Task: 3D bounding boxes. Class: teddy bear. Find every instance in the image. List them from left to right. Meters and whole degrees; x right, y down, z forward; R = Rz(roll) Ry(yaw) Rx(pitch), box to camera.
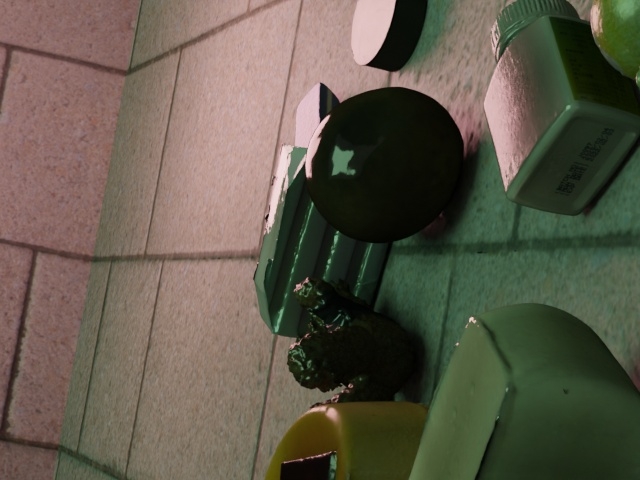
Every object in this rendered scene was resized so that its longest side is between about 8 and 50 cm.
[{"bbox_3d":[0.039,0.128,1.746,0.251,0.129,0.182,-88,-11,-67],"label":"teddy bear"}]

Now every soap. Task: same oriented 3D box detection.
[{"bbox_3d":[0.000,0.000,1.884,0.091,0.145,0.230,-138,62,-67],"label":"soap"}]

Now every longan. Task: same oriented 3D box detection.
[{"bbox_3d":[0.068,-0.083,1.735,0.187,0.167,0.167,-34,42,27],"label":"longan"}]

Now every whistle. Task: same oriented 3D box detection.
[{"bbox_3d":[0.285,-0.211,1.303,0.123,0.123,0.223,-38,31,61],"label":"whistle"}]

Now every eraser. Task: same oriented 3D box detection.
[{"bbox_3d":[-0.004,-0.094,2.103,0.082,0.036,0.225,138,139,-55],"label":"eraser"}]

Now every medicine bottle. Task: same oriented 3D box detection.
[{"bbox_3d":[0.215,-0.135,1.466,0.188,0.088,0.132,-98,28,-42],"label":"medicine bottle"}]

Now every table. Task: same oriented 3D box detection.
[{"bbox_3d":[0.083,-0.276,1.957,0.133,0.043,0.133,-169,90,-70],"label":"table"}]

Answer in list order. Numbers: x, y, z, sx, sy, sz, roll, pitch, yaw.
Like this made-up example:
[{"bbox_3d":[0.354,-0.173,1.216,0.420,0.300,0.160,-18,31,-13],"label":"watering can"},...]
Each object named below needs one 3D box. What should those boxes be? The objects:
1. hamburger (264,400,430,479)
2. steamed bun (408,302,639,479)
[{"bbox_3d":[0.051,0.292,1.549,0.300,0.176,0.300,-167,90,-70],"label":"hamburger"},{"bbox_3d":[0.176,0.182,1.291,0.146,0.164,0.241,-113,34,-60],"label":"steamed bun"}]
